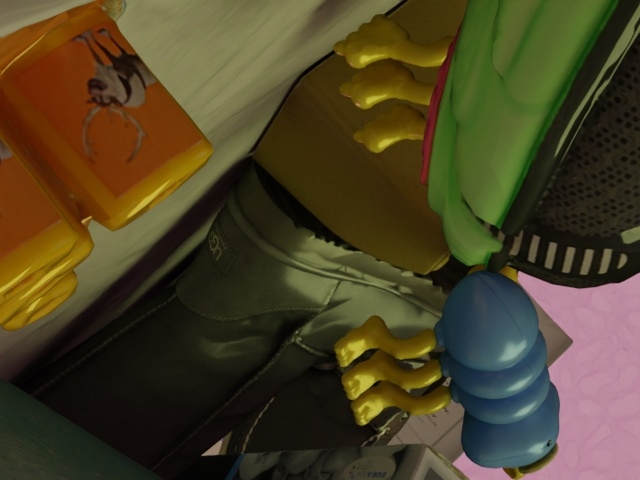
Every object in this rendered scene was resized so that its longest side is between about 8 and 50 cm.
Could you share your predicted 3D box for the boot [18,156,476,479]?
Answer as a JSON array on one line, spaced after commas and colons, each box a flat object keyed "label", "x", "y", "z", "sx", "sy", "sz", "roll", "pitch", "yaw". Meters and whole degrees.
[{"label": "boot", "x": -0.032, "y": 0.063, "z": 0.817, "sx": 0.189, "sy": 0.076, "sz": 0.208, "roll": 23, "pitch": 119, "yaw": -34}]

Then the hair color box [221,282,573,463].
[{"label": "hair color box", "x": 0.060, "y": 0.106, "z": 1.566, "sx": 0.113, "sy": 0.185, "sz": 0.374, "roll": -43, "pitch": 174, "yaw": 31}]

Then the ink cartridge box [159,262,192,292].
[{"label": "ink cartridge box", "x": 0.000, "y": 0.000, "z": 0.945, "sx": 0.223, "sy": 0.045, "sz": 0.224, "roll": -43, "pitch": 172, "yaw": 21}]

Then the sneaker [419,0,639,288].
[{"label": "sneaker", "x": 0.228, "y": -0.140, "z": 0.501, "sx": 0.483, "sy": 0.202, "sz": 0.185, "roll": -39, "pitch": 174, "yaw": -11}]

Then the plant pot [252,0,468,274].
[{"label": "plant pot", "x": 0.038, "y": -0.037, "z": 0.705, "sx": 0.081, "sy": 0.083, "sz": 0.081, "roll": -39, "pitch": 175, "yaw": -24}]

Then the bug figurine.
[{"label": "bug figurine", "x": 0.117, "y": -0.045, "z": 0.653, "sx": 0.279, "sy": 0.072, "sz": 0.216, "roll": -41, "pitch": 136, "yaw": -20}]

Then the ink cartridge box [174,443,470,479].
[{"label": "ink cartridge box", "x": -0.048, "y": 0.189, "z": 0.815, "sx": 0.206, "sy": 0.045, "sz": 0.208, "roll": -11, "pitch": -134, "yaw": 51}]

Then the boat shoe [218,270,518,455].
[{"label": "boat shoe", "x": 0.030, "y": 0.059, "z": 0.991, "sx": 0.223, "sy": 0.080, "sz": 0.073, "roll": -42, "pitch": 169, "yaw": -25}]

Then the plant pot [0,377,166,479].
[{"label": "plant pot", "x": -0.115, "y": 0.195, "z": 0.640, "sx": 0.247, "sy": 0.248, "sz": 0.252, "roll": -41, "pitch": -150, "yaw": 22}]

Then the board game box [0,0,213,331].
[{"label": "board game box", "x": -0.235, "y": 0.127, "z": 0.332, "sx": 0.390, "sy": 0.050, "sz": 0.390, "roll": -43, "pitch": 175, "yaw": 37}]
